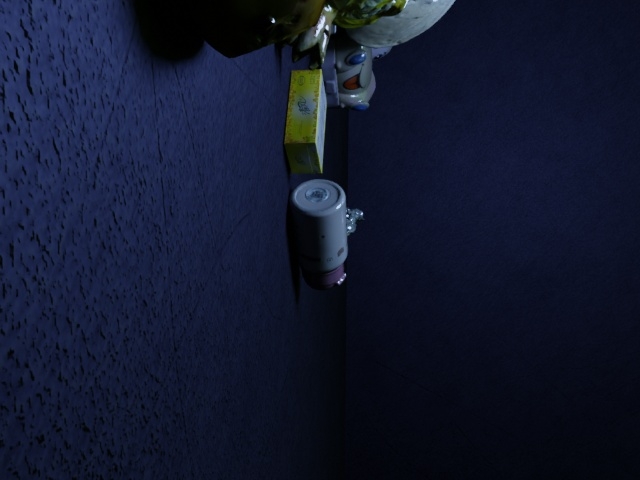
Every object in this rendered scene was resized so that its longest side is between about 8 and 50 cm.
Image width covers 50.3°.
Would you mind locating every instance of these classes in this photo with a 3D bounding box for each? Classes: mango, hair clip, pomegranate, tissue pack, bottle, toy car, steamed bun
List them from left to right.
[{"bbox_3d":[-0.057,-0.253,0.613,0.262,0.129,0.167,-92,177,-75],"label":"mango"},{"bbox_3d":[-0.027,-0.221,1.269,0.095,0.062,0.176,77,15,-60],"label":"tissue pack"},{"bbox_3d":[0.000,0.000,1.341,0.110,0.109,0.233,-84,173,-45],"label":"bottle"},{"bbox_3d":[0.025,-0.045,1.614,0.091,0.138,0.321,60,9,-3],"label":"hair clip"},{"bbox_3d":[0.023,-0.435,1.142,0.302,0.236,0.236,-56,170,-6],"label":"pomegranate"},{"bbox_3d":[0.103,-0.519,1.733,0.242,0.226,0.336,81,10,-62],"label":"toy car"},{"bbox_3d":[0.176,-0.576,1.478,0.273,0.272,0.291,87,9,-64],"label":"steamed bun"}]

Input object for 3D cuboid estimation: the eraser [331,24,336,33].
[{"bbox_3d":[-0.002,-0.561,1.379,0.124,0.081,0.279,83,9,-60],"label":"eraser"}]
